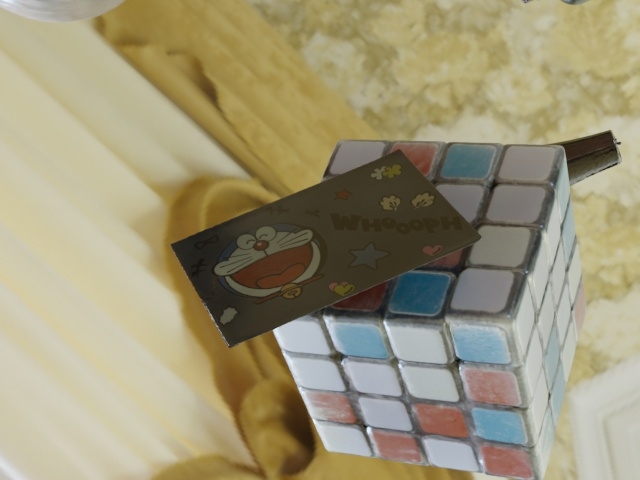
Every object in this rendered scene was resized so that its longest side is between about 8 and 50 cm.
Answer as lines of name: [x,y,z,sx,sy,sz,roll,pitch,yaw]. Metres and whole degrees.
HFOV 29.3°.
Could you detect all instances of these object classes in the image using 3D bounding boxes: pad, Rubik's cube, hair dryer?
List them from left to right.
pad: [0.000,0.000,1.111,0.245,0.006,0.170,-23,-141,-11]
Rubik's cube: [0.123,0.068,1.276,0.253,0.256,0.259,3,-133,22]
hair dryer: [0.305,-0.008,1.600,0.235,0.091,0.272,-18,-115,17]

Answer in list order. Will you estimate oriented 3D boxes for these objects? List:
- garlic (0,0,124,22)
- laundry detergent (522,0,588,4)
garlic: [-0.218,-0.318,0.914,0.241,0.322,0.322,-39,-153,-1]
laundry detergent: [0.374,-0.390,1.681,0.221,0.078,0.144,-20,-122,10]
